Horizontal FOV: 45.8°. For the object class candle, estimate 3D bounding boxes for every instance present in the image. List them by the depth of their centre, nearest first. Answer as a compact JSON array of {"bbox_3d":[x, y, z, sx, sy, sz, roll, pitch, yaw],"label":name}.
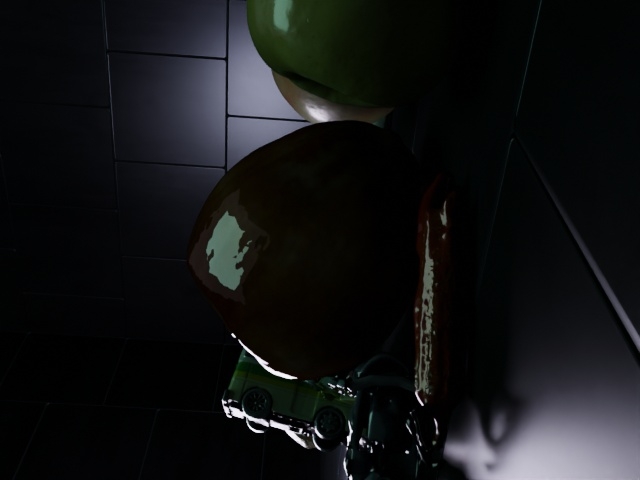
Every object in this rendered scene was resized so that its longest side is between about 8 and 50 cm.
[{"bbox_3d":[0.118,0.073,0.760,0.084,0.059,0.302,59,-145,-72],"label":"candle"}]

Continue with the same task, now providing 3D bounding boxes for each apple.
[{"bbox_3d":[0.044,-0.268,0.836,0.262,0.262,0.262,-176,90,-88],"label":"apple"}]

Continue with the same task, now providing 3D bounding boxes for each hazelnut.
[{"bbox_3d":[-0.006,0.006,1.054,0.366,0.365,0.366,-176,90,-88],"label":"hazelnut"}]

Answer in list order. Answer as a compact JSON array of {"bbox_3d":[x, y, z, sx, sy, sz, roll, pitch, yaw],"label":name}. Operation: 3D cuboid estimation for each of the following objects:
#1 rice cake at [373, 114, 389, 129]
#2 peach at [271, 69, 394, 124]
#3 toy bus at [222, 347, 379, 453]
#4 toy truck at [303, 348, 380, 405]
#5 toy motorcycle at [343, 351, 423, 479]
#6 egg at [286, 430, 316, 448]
[{"bbox_3d":[0.089,-0.311,1.498,0.043,0.127,0.237,-32,-51,-58],"label":"rice cake"},{"bbox_3d":[0.032,-0.320,1.163,0.292,0.247,0.292,8,-90,-70],"label":"peach"},{"bbox_3d":[-0.020,0.270,1.343,0.134,0.276,0.165,95,-170,-64],"label":"toy bus"},{"bbox_3d":[0.062,0.222,1.197,0.085,0.116,0.191,-57,16,-20],"label":"toy truck"},{"bbox_3d":[0.080,0.245,0.928,0.270,0.106,0.159,-83,-8,-53],"label":"toy motorcycle"},{"bbox_3d":[-0.001,0.328,1.637,0.203,0.203,0.245,-99,13,-80],"label":"egg"}]
